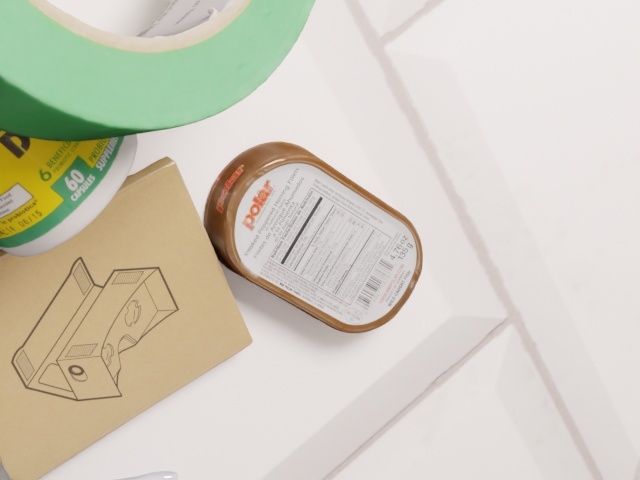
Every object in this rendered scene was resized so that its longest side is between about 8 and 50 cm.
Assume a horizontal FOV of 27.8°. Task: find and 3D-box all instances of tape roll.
[{"bbox_3d":[-0.129,-0.216,0.705,0.321,0.077,0.321,2,87,-47],"label":"tape roll"}]

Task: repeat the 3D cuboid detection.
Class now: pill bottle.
[{"bbox_3d":[-0.214,-0.095,0.750,0.117,0.117,0.208,-48,124,-7],"label":"pill bottle"}]

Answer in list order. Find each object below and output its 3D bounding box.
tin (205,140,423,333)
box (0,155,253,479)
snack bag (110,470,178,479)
[{"bbox_3d":[0.000,0.000,0.964,0.189,0.040,0.106,31,87,-35],"label":"tin"},{"bbox_3d":[-0.159,0.058,0.899,0.201,0.021,0.164,-32,121,-18],"label":"box"},{"bbox_3d":[-0.268,0.328,0.923,0.342,0.037,0.323,-4,110,-24],"label":"snack bag"}]
